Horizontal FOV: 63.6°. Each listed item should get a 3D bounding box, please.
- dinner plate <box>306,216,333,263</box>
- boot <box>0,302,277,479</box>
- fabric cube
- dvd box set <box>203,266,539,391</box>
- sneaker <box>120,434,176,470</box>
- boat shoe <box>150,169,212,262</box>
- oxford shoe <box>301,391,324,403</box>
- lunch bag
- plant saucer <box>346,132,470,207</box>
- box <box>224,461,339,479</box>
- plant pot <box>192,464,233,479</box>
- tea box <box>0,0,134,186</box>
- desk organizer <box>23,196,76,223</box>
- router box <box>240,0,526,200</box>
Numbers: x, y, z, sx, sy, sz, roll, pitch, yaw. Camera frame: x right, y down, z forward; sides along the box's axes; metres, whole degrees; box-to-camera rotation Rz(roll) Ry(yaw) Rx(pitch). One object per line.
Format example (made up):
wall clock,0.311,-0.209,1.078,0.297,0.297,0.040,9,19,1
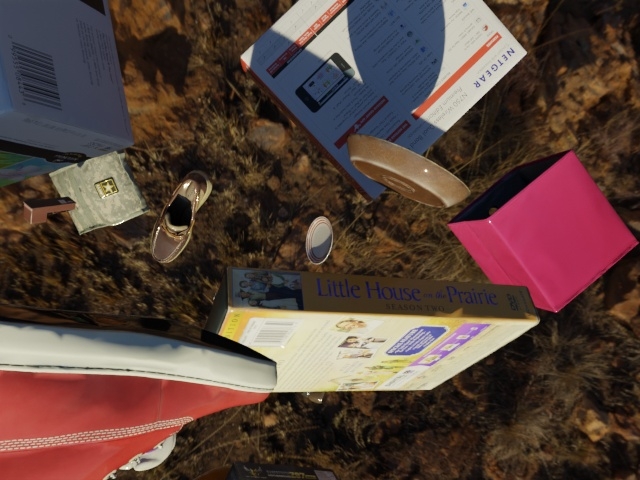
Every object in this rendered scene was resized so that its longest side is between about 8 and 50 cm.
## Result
dinner plate,0.000,0.000,1.513,0.017,0.141,0.142,8,77,-34
boot,-0.143,0.142,0.345,0.244,0.088,0.177,16,85,-44
fabric cube,0.510,-0.022,1.228,0.254,0.259,0.258,-39,94,-5
dvd box set,0.045,0.147,0.745,0.419,0.308,0.062,5,56,-19
sneaker,-0.218,0.164,0.485,0.169,0.068,0.071,2,99,2
boat shoe,-0.458,-0.064,1.632,0.123,0.123,0.342,33,108,-5
oxford shoe,0.035,0.447,1.753,0.096,0.083,0.227,30,80,10
lunch bag,-0.721,-0.169,1.717,0.169,0.286,0.236,-42,114,-55
plant saucer,0.102,-0.081,0.643,0.168,0.168,0.029,27,89,-3
box,-0.094,0.526,0.997,0.232,0.059,0.184,19,101,-30
plant pot,-0.290,0.801,1.503,0.205,0.205,0.188,-20,97,-12
tea box,-0.480,-0.264,0.709,0.323,0.220,0.330,-13,86,18
desk organizer,-0.772,-0.087,1.472,0.047,0.130,0.050,30,116,27
router box,0.096,-0.284,0.820,0.335,0.082,0.301,-43,95,0
